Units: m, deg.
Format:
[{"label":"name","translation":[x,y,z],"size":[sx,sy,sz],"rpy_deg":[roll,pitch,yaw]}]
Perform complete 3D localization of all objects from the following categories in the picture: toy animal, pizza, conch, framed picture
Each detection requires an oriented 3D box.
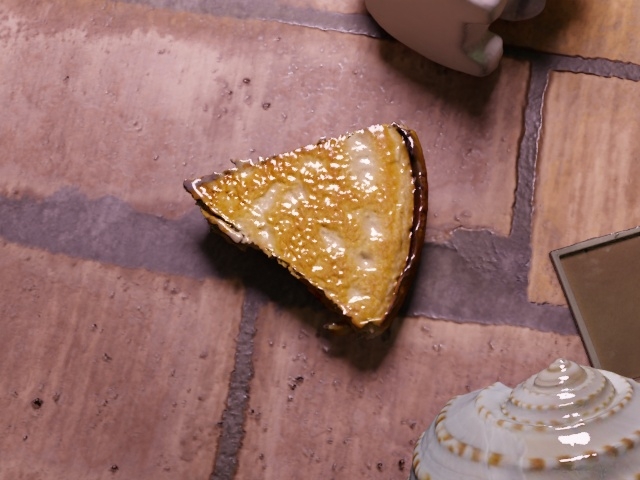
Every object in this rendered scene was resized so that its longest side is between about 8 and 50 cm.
[{"label":"toy animal","translation":[0.208,-0.401,1.017],"size":[0.241,0.196,0.367],"rpy_deg":[40,83,13]},{"label":"pizza","translation":[0.000,0.000,0.980],"size":[0.288,0.074,0.251],"rpy_deg":[-13,74,0]},{"label":"conch","translation":[0.226,0.283,0.827],"size":[0.303,0.215,0.319],"rpy_deg":[-6,74,12]},{"label":"framed picture","translation":[0.415,0.062,0.971],"size":[0.250,0.016,0.184],"rpy_deg":[-17,75,-2]}]
